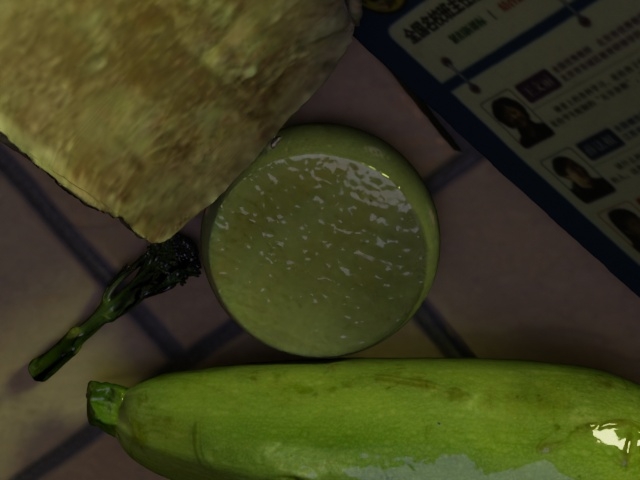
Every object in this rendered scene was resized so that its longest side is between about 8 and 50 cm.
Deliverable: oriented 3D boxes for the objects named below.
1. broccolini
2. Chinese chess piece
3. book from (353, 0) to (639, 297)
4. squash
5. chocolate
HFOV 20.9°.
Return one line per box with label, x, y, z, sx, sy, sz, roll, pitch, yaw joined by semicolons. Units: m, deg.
broccolini;-0.127;0.044;1.080;0.140;0.030;0.035;-42;140;21
Chinese chess piece;0.000;0.000;1.036;0.144;0.058;0.144;2;111;4
book;0.204;-0.072;0.913;0.428;0.039;0.300;41;148;-13
squash;0.035;0.126;1.051;0.370;0.118;0.118;3;111;4
chocolate;-0.094;-0.118;0.871;0.185;0.303;0.100;-48;63;-1
